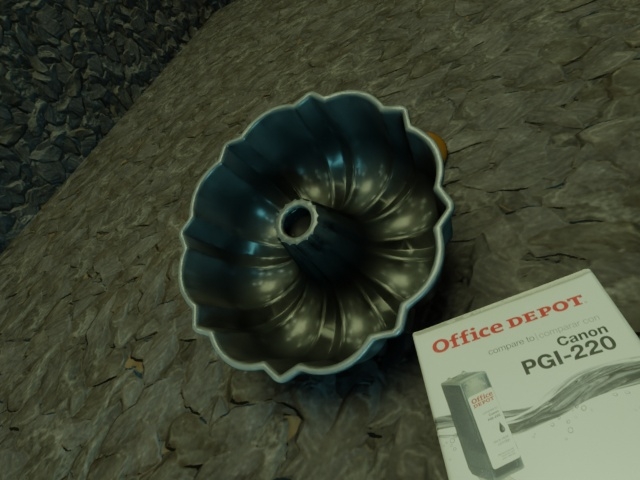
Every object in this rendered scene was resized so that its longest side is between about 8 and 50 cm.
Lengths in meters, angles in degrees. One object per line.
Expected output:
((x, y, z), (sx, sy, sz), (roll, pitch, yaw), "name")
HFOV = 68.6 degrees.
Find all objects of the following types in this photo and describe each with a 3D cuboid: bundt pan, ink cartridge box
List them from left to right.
((0.000, 0.000, 0.550), (0.331, 0.124, 0.331), (-10, 66, 24), "bundt pan")
((0.172, 0.146, 0.335), (0.158, 0.092, 0.218), (-25, 36, 16), "ink cartridge box")

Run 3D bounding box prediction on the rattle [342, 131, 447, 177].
((0.079, -0.077, 0.686), (0.200, 0.130, 0.143), (-57, -1, 29), "rattle")
